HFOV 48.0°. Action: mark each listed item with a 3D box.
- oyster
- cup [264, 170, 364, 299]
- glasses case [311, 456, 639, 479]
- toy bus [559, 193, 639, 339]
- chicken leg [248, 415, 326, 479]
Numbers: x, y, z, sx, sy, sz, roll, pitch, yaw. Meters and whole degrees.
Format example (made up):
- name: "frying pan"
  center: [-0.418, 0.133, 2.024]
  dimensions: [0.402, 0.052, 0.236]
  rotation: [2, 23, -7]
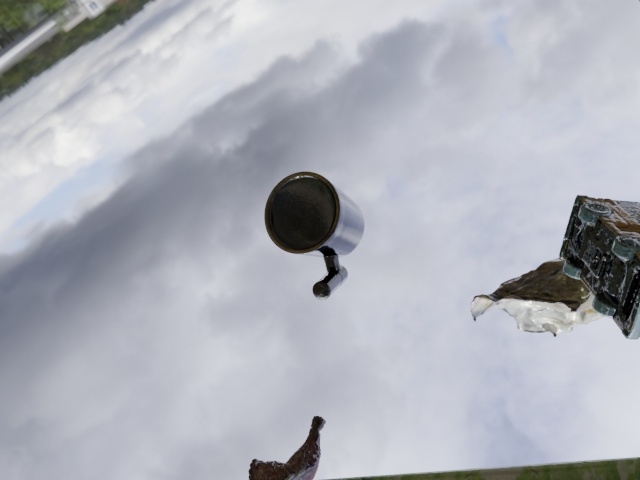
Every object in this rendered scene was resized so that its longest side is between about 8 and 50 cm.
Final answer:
- name: "oyster"
  center: [0.358, 0.084, 1.115]
  dimensions: [0.271, 0.275, 0.100]
  rotation: [-20, -110, 24]
- name: "cup"
  center: [-0.014, -0.007, 1.489]
  dimensions: [0.166, 0.177, 0.239]
  rotation: [14, -93, 24]
- name: "glasses case"
  center: [0.114, 0.186, 0.478]
  dimensions: [0.272, 0.095, 0.062]
  rotation: [-14, -122, 29]
- name: "toy bus"
  center: [0.337, 0.027, 0.768]
  dimensions: [0.103, 0.091, 0.182]
  rotation: [4, -154, -7]
- name: "chicken leg"
  center: [-0.051, 0.374, 1.177]
  dimensions: [0.205, 0.093, 0.053]
  rotation: [-25, 158, -38]
